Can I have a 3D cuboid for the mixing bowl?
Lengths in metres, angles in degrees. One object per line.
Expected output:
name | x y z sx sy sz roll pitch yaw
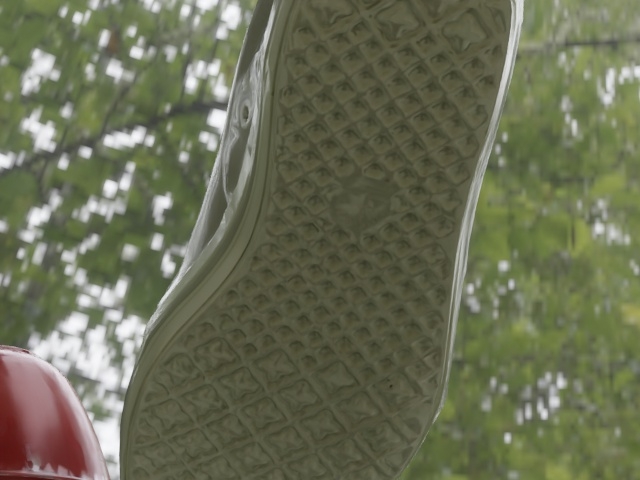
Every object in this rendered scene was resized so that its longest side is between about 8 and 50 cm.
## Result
mixing bowl | -0.223 0.126 1.292 0.181 0.098 0.181 -3 -20 -1

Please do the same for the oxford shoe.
oxford shoe | 0.000 0.000 1.079 0.169 0.130 0.449 12 -60 -9
